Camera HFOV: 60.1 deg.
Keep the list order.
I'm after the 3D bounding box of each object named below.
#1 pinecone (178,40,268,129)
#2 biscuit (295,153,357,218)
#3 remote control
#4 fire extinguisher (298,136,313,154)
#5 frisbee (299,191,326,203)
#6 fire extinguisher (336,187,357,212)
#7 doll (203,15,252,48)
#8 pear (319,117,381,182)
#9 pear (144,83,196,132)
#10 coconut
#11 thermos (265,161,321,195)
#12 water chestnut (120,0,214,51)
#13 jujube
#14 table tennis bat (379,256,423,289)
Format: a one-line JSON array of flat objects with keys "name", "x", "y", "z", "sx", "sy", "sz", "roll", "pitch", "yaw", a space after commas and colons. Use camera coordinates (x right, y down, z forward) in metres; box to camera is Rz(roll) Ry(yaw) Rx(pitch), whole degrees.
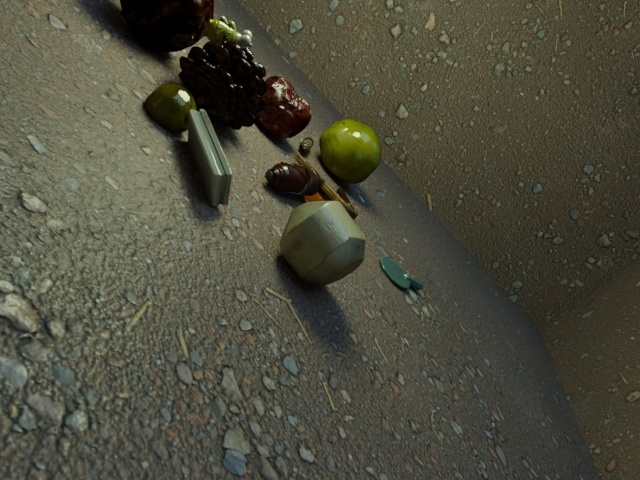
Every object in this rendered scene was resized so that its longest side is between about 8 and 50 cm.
[{"name": "pinecone", "x": -0.296, "y": -0.508, "z": 1.782, "sx": 0.298, "sy": 0.242, "sz": 0.296, "roll": 50, "pitch": 23, "yaw": -18}, {"name": "biscuit", "x": 0.011, "y": -0.204, "z": 2.111, "sx": 0.340, "sy": 0.047, "sz": 0.216, "roll": 47, "pitch": 5, "yaw": 15}, {"name": "remote control", "x": -0.290, "y": -0.220, "z": 1.441, "sx": 0.055, "sy": 0.103, "sz": 0.277, "roll": -8, "pitch": 49, "yaw": -24}, {"name": "fire extinguisher", "x": -0.065, "y": -0.404, "z": 2.370, "sx": 0.062, "sy": 0.050, "sz": 0.177, "roll": 63, "pitch": 15, "yaw": -16}, {"name": "frisbee", "x": -0.012, "y": -0.146, "z": 2.012, "sx": 0.192, "sy": 0.035, "sz": 0.192, "roll": 41, "pitch": 20, "yaw": -18}, {"name": "fire extinguisher", "x": 0.112, "y": -0.151, "z": 2.300, "sx": 0.049, "sy": 0.035, "sz": 0.173, "roll": 85, "pitch": -15, "yaw": -49}, {"name": "doll", "x": -0.301, "y": -0.674, "z": 1.831, "sx": 0.162, "sy": 0.106, "sz": 0.062, "roll": 14, "pitch": 36, "yaw": -28}, {"name": "pear", "x": 0.137, "y": -0.397, "z": 2.465, "sx": 0.294, "sy": 0.294, "sz": 0.294, "roll": 41, "pitch": 20, "yaw": -19}, {"name": "pear", "x": -0.401, "y": -0.371, "z": 1.516, "sx": 0.141, "sy": 0.104, "sz": 0.141, "roll": 38, "pitch": 19, "yaw": -16}, {"name": "coconut", "x": 0.002, "y": 0.000, "z": 1.501, "sx": 0.241, "sy": 0.241, "sz": 0.241, "roll": 41, "pitch": 20, "yaw": -19}, {"name": "thermos", "x": -0.104, "y": -0.205, "z": 1.834, "sx": 0.124, "sy": 0.099, "sz": 0.232, "roll": 15, "pitch": 7, "yaw": 35}, {"name": "water chestnut", "x": -0.498, "y": -0.804, "z": 1.786, "sx": 0.335, "sy": 0.335, "sz": 0.347, "roll": 9, "pitch": 60, "yaw": -61}, {"name": "jujube", "x": -0.161, "y": -0.517, "z": 2.176, "sx": 0.232, "sy": 0.213, "sz": 0.213, "roll": 53, "pitch": 19, "yaw": 0}, {"name": "table tennis bat", "x": 0.318, "y": 0.140, "z": 2.166, "sx": 0.244, "sy": 0.040, "sz": 0.153, "roll": 28, "pitch": 28, "yaw": -37}]
